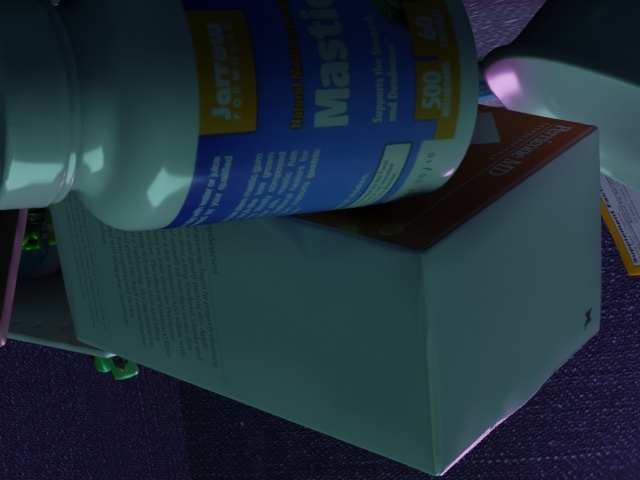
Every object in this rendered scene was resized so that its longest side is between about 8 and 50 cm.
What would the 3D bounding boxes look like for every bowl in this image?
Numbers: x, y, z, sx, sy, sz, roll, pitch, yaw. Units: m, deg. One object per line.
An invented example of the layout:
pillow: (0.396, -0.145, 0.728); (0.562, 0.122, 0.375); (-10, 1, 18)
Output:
bowl: (0.270, -0.109, 0.954); (0.298, 0.134, 0.298); (27, 177, 1)

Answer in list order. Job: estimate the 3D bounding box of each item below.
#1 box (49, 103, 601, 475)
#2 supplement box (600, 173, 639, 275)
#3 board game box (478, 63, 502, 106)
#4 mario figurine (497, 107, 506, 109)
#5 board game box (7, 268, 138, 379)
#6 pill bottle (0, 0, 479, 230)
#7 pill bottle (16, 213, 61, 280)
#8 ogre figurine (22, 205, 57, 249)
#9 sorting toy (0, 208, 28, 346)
box: (0.000, 0.000, 1.015); (0.345, 0.168, 0.215); (15, -146, 36)
supplement box: (0.519, -0.093, 1.761); (0.195, 0.194, 0.356); (-31, -171, -24)
board game box: (0.251, -0.169, 1.411); (0.211, 0.039, 0.160); (-10, 177, 41)
mario figurine: (0.151, -0.077, 1.663); (0.170, 0.198, 0.320); (7, -167, 41)
board game box: (-0.237, 0.025, 1.719); (0.390, 0.050, 0.390); (6, -146, 42)
pill bottle: (-0.061, -0.085, 0.790); (0.272, 0.152, 0.152); (-7, 179, -29)
pill bottle: (-0.420, -0.018, 1.592); (0.146, 0.146, 0.264); (-9, 177, 42)
ogre figurine: (-0.261, -0.057, 1.453); (0.097, 0.118, 0.197); (-11, -179, -26)
sorting toy: (-0.409, -0.001, 1.273); (0.255, 0.089, 0.257); (-7, -144, 0)
